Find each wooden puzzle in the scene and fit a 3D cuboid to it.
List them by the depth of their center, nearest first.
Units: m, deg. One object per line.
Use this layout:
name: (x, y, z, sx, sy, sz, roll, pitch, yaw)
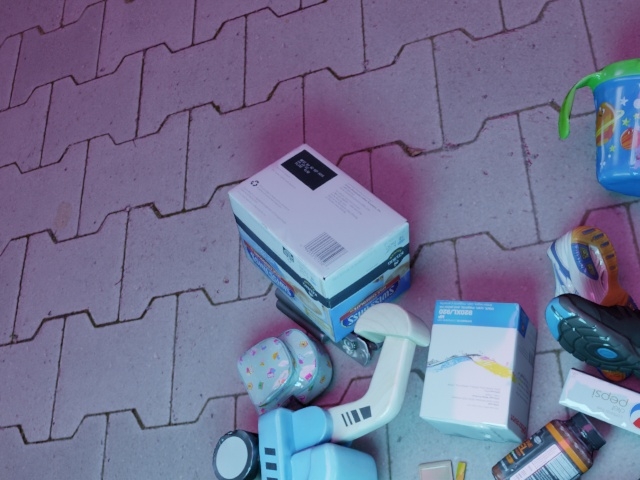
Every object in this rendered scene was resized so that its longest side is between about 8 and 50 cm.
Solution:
wooden puzzle: (0.228, 0.470, 1.499, 0.116, 0.014, 0.078, -8, 59, 23)

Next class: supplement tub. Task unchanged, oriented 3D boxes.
supplement tub: (0.415, 0.397, 1.385, 0.198, 0.106, 0.106, -39, 56, 4)

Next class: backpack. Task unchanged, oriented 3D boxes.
backpack: (-0.076, 0.284, 1.662, 0.188, 0.144, 0.166, -35, 51, 4)

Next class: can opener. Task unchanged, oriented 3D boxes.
can opener: (0.021, 0.178, 1.720, 0.095, 0.076, 0.283, -33, 49, -30)

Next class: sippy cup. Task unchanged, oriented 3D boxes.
sippy cup: (0.642, -0.208, 1.502, 0.305, 0.240, 0.224, 5, 80, 38)

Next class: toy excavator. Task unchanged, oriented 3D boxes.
toy excavator: (0.030, 0.381, 1.455, 0.445, 0.222, 0.433, -25, 54, 27)

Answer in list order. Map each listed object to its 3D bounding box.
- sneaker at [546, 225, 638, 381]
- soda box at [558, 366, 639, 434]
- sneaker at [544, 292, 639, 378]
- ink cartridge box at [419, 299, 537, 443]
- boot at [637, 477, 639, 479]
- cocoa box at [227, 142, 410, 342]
sneaker: (0.523, 0.124, 1.475, 0.112, 0.131, 0.296, -6, 79, -19)
soda box: (0.542, 0.297, 1.363, 0.216, 0.074, 0.069, 19, 90, 23)
sneaker: (0.549, 0.166, 1.352, 0.341, 0.125, 0.140, 28, 68, -11)
ink cartridge box: (0.306, 0.253, 1.467, 0.168, 0.171, 0.233, 1, 67, 27)
boot: (0.523, 0.404, 1.255, 0.348, 0.131, 0.260, 9, 98, 16)
cocoa box: (0.000, 0.000, 1.671, 0.231, 0.228, 0.347, -34, 53, -21)
